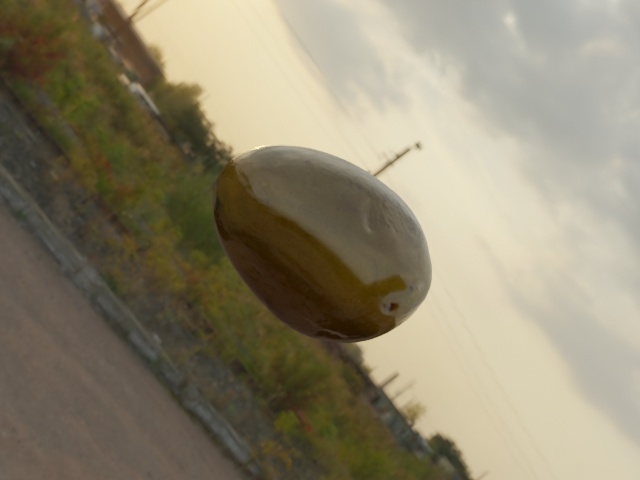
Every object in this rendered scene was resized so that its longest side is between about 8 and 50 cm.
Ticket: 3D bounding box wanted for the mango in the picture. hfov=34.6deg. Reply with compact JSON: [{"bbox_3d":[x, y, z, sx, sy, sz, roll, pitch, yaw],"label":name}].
[{"bbox_3d":[0.000,0.000,0.472,0.114,0.080,0.060,25,-20,-19],"label":"mango"}]
